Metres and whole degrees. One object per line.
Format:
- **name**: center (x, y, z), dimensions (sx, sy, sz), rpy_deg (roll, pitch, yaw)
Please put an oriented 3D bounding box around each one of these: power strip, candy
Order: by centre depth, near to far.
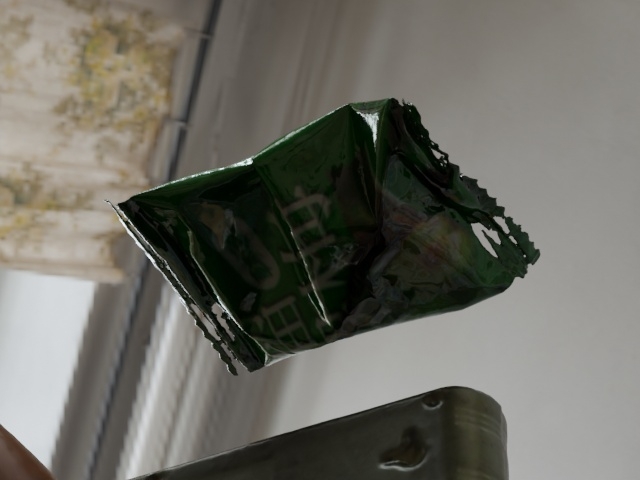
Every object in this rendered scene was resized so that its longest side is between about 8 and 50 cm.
- **power strip**: center (-0.086, 0.166, 0.756), dimensions (0.387, 0.066, 0.092), rpy_deg (-18, -144, 19)
- **candy**: center (0.002, -0.001, 0.804), dimensions (0.203, 0.078, 0.141), rpy_deg (-18, -66, 25)

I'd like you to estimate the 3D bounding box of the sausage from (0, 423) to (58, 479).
- **sausage**: center (-0.240, 0.047, 0.561), dimensions (0.304, 0.121, 0.121), rpy_deg (39, -66, 4)
